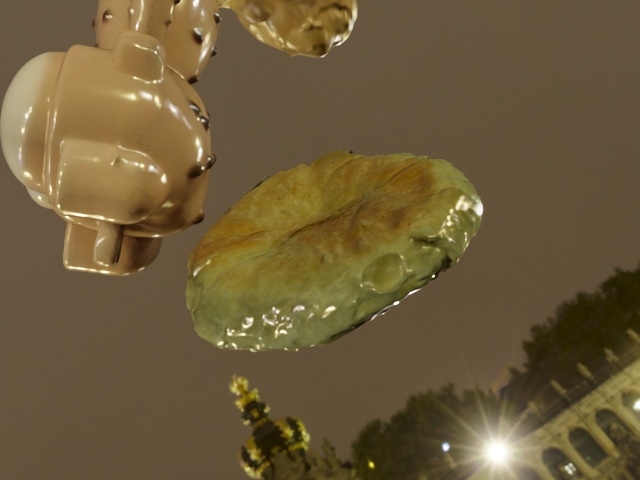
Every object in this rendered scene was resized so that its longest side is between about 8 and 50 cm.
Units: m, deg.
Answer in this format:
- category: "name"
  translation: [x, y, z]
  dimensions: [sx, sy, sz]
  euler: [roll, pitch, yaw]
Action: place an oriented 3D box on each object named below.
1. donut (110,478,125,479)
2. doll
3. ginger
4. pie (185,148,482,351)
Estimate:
- category: "donut"
  translation: [-0.152, 0.302, 0.387]
  dimensions: [0.318, 0.299, 0.150]
  euler: [-11, -31, 34]
- category: "doll"
  translation: [-0.124, -0.109, 0.432]
  dimensions: [0.119, 0.277, 0.154]
  euler: [10, -37, -14]
- category: "ginger"
  translation: [-0.001, -0.244, 0.598]
  dimensions: [0.193, 0.122, 0.115]
  euler: [-46, 6, -26]
- category: "pie"
  translation: [0.000, 0.000, 0.640]
  dimensions: [0.307, 0.306, 0.071]
  euler: [-30, -59, -11]
